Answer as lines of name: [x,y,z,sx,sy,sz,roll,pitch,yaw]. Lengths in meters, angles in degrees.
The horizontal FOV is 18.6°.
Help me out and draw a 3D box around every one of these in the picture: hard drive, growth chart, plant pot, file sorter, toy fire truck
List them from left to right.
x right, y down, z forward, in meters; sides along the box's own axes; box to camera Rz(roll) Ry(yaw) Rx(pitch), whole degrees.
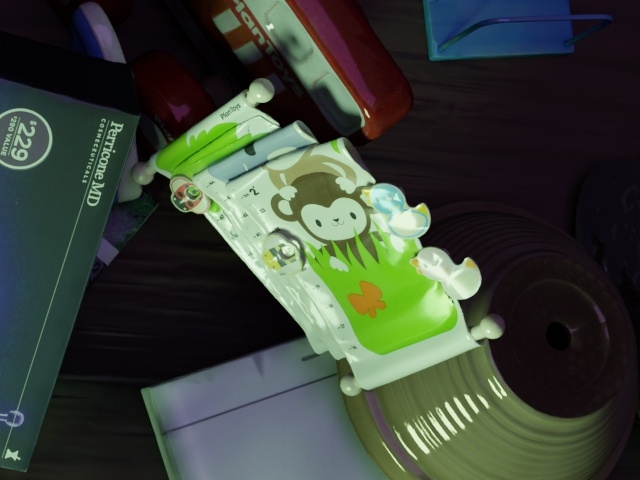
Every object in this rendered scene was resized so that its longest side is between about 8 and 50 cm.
toy fire truck: [-0.065,-0.185,1.311,0.169,0.254,0.302,-35,94,-19]
growth chart: [0.000,0.000,1.275,0.237,0.172,0.021,47,45,-5]
hard drive: [0.036,0.237,1.396,0.233,0.047,0.353,-18,88,-20]
file sorter: [0.144,-0.230,1.465,0.118,0.104,0.170,-4,84,-18]
plant pot: [0.138,0.078,1.372,0.237,0.110,0.237,7,73,-23]

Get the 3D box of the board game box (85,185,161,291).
board game box: [-0.250,-0.061,1.354,0.259,0.030,0.136,41,71,-9]

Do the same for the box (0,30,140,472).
box: [-0.240,-0.002,1.249,0.184,0.103,0.261,13,111,-17]

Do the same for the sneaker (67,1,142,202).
sneaker: [-0.171,-0.083,1.309,0.084,0.058,0.152,-16,130,-15]

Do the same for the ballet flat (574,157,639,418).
ballet flat: [0.256,0.059,1.492,0.084,0.058,0.250,-20,82,16]
